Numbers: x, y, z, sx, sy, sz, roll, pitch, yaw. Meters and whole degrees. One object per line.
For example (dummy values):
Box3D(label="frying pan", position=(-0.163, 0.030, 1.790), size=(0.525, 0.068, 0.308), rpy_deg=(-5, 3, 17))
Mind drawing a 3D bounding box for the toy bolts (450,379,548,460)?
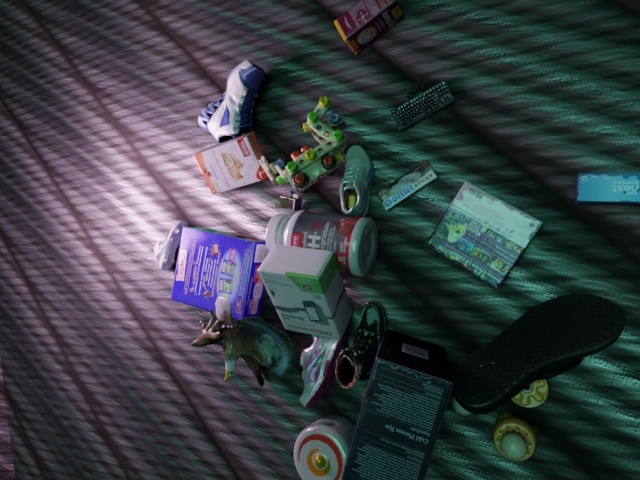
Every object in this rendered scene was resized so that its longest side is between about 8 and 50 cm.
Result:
Box3D(label="toy bolts", position=(0.443, 0.410, 1.128), size=(0.228, 0.158, 0.219), rpy_deg=(22, 96, 26))

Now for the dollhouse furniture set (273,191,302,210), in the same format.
Box3D(label="dollhouse furniture set", position=(-0.126, -0.148, 1.475), size=(0.081, 0.114, 0.091), rpy_deg=(17, 106, 35))

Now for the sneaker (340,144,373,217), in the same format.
Box3D(label="sneaker", position=(0.107, -0.184, 1.376), size=(0.087, 0.092, 0.229), rpy_deg=(-3, 83, 27))

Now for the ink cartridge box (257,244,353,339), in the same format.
Box3D(label="ink cartridge box", position=(-0.037, 0.154, 1.320), size=(0.198, 0.273, 0.115), rpy_deg=(5, 44, 27))

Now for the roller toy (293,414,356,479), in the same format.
Box3D(label="roller toy", position=(0.023, 0.629, 1.324), size=(0.191, 0.146, 0.210), rpy_deg=(37, 103, 24))

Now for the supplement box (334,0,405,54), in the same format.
Box3D(label="supplement box", position=(0.152, -0.681, 1.386), size=(0.188, 0.104, 0.081), rpy_deg=(-31, 74, 21))

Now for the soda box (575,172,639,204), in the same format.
Box3D(label="soda box", position=(0.734, -0.121, 1.077), size=(0.209, 0.067, 0.071), rpy_deg=(4, 88, 27))

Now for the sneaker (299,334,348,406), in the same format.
Box3D(label="sneaker", position=(-0.011, 0.389, 1.394), size=(0.111, 0.103, 0.253), rpy_deg=(24, 90, 30))

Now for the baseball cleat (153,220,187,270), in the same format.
Box3D(label="baseball cleat", position=(-0.580, 0.007, 1.712), size=(0.109, 0.072, 0.206), rpy_deg=(28, 95, 32))

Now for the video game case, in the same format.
Box3D(label="video game case", position=(0.441, -0.017, 1.227), size=(0.232, 0.041, 0.210), rpy_deg=(34, 101, 24))

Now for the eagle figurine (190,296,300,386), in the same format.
Box3D(label="eagle figurine", position=(-0.239, 0.334, 1.402), size=(0.225, 0.298, 0.226), rpy_deg=(-62, 31, 7))

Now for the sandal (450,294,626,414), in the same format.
Box3D(label="sandal", position=(0.522, 0.277, 1.106), size=(0.445, 0.107, 0.168), rpy_deg=(-29, 40, 2))

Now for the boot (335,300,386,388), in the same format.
Box3D(label="boot", position=(0.118, 0.297, 1.285), size=(0.085, 0.178, 0.237), rpy_deg=(9, 90, 26))

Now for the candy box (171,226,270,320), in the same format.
Box3D(label="candy box", position=(-0.346, 0.106, 1.560), size=(0.316, 0.122, 0.269), rpy_deg=(11, 93, 25))

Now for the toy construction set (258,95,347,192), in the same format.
Box3D(label="toy construction set", position=(-0.051, -0.275, 1.410), size=(0.327, 0.151, 0.215), rpy_deg=(-36, 77, 12))

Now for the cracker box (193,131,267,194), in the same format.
Box3D(label="cracker box", position=(-0.304, -0.264, 1.558), size=(0.232, 0.067, 0.156), rpy_deg=(-13, 115, 25))

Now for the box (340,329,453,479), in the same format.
Box3D(label="box", position=(0.194, 0.426, 1.133), size=(0.178, 0.343, 0.313), rpy_deg=(15, 92, 12))

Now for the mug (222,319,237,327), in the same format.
Box3D(label="mug", position=(-0.298, 0.308, 1.557), size=(0.064, 0.062, 0.078), rpy_deg=(40, 110, 15))

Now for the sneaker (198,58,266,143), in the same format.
Box3D(label="sneaker", position=(-0.278, -0.451, 1.580), size=(0.315, 0.127, 0.182), rpy_deg=(-43, 73, 24))

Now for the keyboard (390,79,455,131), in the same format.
Box3D(label="keyboard", position=(0.296, -0.413, 1.340), size=(0.180, 0.023, 0.108), rpy_deg=(-26, 75, 21))

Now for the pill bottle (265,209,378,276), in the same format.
Box3D(label="pill bottle", position=(0.000, 0.000, 1.367), size=(0.318, 0.176, 0.177), rpy_deg=(8, 90, 26))

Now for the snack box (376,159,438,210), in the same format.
Box3D(label="snack box", position=(0.257, -0.163, 1.340), size=(0.178, 0.022, 0.064), rpy_deg=(-34, 74, 20))
